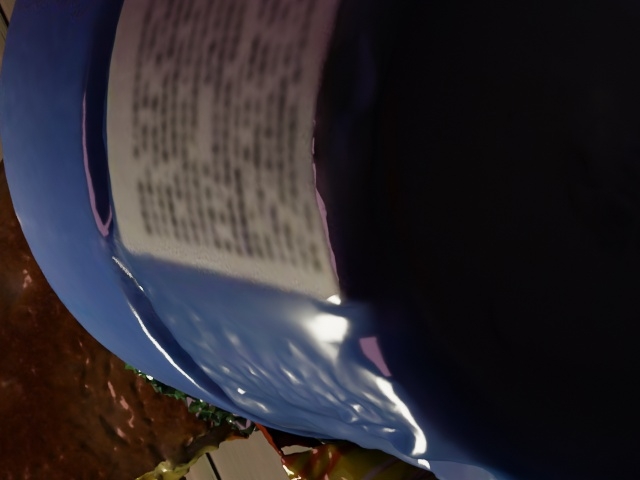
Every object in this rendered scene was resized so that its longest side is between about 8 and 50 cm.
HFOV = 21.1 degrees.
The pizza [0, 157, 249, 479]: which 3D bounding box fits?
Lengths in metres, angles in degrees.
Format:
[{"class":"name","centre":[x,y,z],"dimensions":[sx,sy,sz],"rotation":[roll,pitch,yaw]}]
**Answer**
[{"class":"pizza","centre":[-0.117,0.056,1.026],"dimensions":[0.086,0.226,0.335],"rotation":[106,178,-84]}]

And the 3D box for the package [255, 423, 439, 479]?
[{"class":"package","centre":[0.123,0.155,0.674],"dimensions":[0.288,0.223,0.108],"rotation":[27,93,43]}]

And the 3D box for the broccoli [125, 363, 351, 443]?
[{"class":"broccoli","centre":[0.000,0.000,0.810],"dimensions":[0.220,0.194,0.194],"rotation":[13,133,9]}]

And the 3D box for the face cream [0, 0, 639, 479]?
[{"class":"face cream","centre":[0.041,-0.043,0.609],"dimensions":[0.225,0.249,0.249],"rotation":[13,122,57]}]
